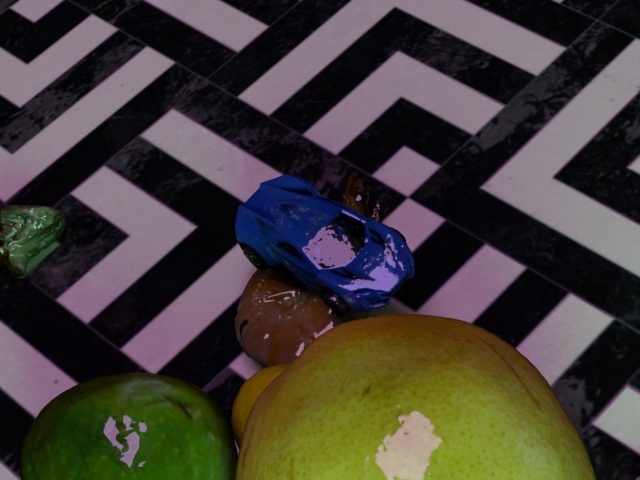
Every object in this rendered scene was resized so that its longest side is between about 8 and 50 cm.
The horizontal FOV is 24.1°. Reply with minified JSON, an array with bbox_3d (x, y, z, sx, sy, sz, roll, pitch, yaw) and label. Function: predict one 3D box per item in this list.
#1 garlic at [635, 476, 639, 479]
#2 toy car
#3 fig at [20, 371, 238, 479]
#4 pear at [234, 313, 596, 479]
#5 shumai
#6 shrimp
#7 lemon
[{"bbox_3d":[0.354,0.253,1.260,0.198,0.090,0.128,-5,37,16],"label":"garlic"},{"bbox_3d":[0.000,0.000,1.492,0.216,0.063,0.103,27,68,41],"label":"toy car"},{"bbox_3d":[-0.153,0.259,1.319,0.206,0.206,0.275,-13,63,3],"label":"fig"},{"bbox_3d":[0.078,0.218,1.226,0.314,0.314,0.314,-7,49,8],"label":"pear"},{"bbox_3d":[-0.325,0.002,1.666,0.083,0.082,0.080,-5,81,48],"label":"shumai"},{"bbox_3d":[-0.003,0.030,1.557,0.145,0.061,0.267,1,53,27],"label":"shrimp"},{"bbox_3d":[-0.024,0.170,1.408,0.133,0.109,0.109,4,50,36],"label":"lemon"}]
